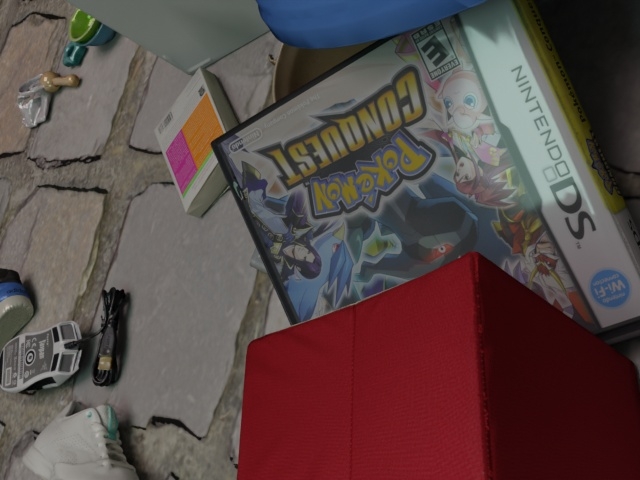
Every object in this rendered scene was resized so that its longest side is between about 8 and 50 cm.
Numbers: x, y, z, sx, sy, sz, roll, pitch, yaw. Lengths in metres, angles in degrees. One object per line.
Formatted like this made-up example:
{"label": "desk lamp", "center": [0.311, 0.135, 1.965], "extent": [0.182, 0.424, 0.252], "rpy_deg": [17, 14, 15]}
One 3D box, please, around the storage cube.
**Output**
{"label": "storage cube", "center": [0.076, 0.152, 0.564], "extent": [0.183, 0.215, 0.193], "rpy_deg": [-25, 49, 36]}

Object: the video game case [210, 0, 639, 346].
{"label": "video game case", "center": [0.070, -0.014, 0.676], "extent": [0.274, 0.035, 0.248], "rpy_deg": [-25, 88, 35]}

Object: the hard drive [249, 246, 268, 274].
{"label": "hard drive", "center": [0.000, 0.000, 0.841], "extent": [0.135, 0.022, 0.094], "rpy_deg": [22, 88, 47]}

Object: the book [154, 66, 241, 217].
{"label": "book", "center": [-0.130, -0.106, 1.013], "extent": [0.096, 0.035, 0.144], "rpy_deg": [-48, 45, 23]}

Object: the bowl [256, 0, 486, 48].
{"label": "bowl", "center": [0.113, -0.283, 0.686], "extent": [0.391, 0.077, 0.391], "rpy_deg": [-25, 29, 15]}

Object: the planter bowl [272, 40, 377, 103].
{"label": "planter bowl", "center": [0.055, -0.137, 0.785], "extent": [0.162, 0.109, 0.162], "rpy_deg": [-20, 60, 38]}

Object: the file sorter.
{"label": "file sorter", "center": [-0.170, -0.336, 0.977], "extent": [0.192, 0.277, 0.173], "rpy_deg": [-20, 57, 38]}

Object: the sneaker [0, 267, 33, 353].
{"label": "sneaker", "center": [-0.425, 0.098, 1.192], "extent": [0.152, 0.058, 0.085], "rpy_deg": [-43, 52, 17]}

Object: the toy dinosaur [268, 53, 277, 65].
{"label": "toy dinosaur", "center": [0.008, -0.188, 0.912], "extent": [0.092, 0.053, 0.183], "rpy_deg": [40, 109, 31]}

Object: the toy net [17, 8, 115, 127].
{"label": "toy net", "center": [-0.356, -0.252, 1.295], "extent": [0.232, 0.045, 0.122], "rpy_deg": [-41, 48, 25]}

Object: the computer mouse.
{"label": "computer mouse", "center": [-0.286, 0.124, 1.060], "extent": [0.193, 0.042, 0.106], "rpy_deg": [-18, 64, 32]}

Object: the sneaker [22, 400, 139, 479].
{"label": "sneaker", "center": [-0.220, 0.210, 0.934], "extent": [0.212, 0.080, 0.094], "rpy_deg": [12, 69, 48]}
